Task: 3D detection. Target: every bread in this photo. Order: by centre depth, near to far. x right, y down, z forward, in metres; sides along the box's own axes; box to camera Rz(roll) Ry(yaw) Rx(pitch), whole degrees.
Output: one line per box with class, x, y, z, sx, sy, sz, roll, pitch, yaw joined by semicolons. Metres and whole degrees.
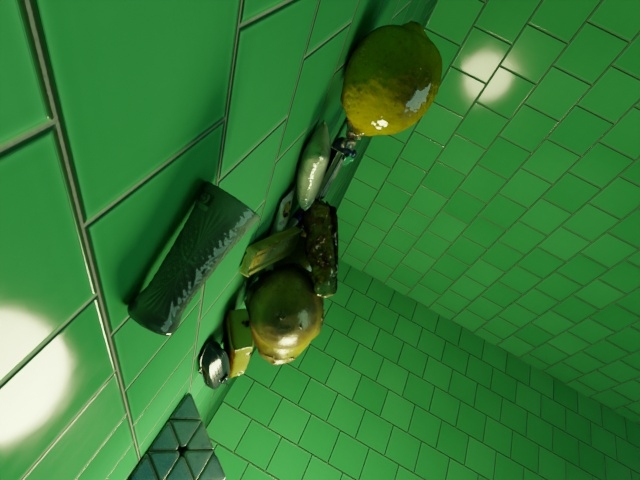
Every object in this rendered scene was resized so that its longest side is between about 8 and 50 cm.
bread;-0.292;0.366;1.405;0.361;0.077;0.138;114;-36;-56

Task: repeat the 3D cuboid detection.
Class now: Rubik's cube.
Rubik's cube;-0.482;0.707;1.359;0.229;0.228;0.233;-25;129;-3

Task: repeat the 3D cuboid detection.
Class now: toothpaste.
toothpaste;-0.136;-0.026;1.269;0.314;0.056;0.058;112;-33;-40

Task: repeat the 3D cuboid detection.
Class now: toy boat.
toy boat;-0.352;0.397;1.311;0.093;0.103;0.245;-47;157;-36

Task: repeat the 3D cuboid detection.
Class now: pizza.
pizza;0.000;0.000;1.337;0.277;0.114;0.408;88;-6;-56

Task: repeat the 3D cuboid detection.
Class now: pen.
pen;-0.125;-0.030;1.466;0.269;0.033;0.033;-58;175;-43

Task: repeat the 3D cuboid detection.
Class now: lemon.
lemon;0.181;-0.410;1.060;0.310;0.254;0.253;-62;176;20

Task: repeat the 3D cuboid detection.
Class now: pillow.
pillow;-0.022;-0.210;1.151;0.254;0.078;0.144;112;-9;-58
pillow;-0.040;-0.129;1.641;0.255;0.034;0.189;-59;-170;3

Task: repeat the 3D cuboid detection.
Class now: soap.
soap;-0.142;0.028;1.204;0.252;0.037;0.092;-29;148;-58

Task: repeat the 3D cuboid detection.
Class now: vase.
vase;-0.189;0.029;0.595;0.219;0.096;0.096;-57;176;-8

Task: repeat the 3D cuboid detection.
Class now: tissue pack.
tissue pack;0.008;-0.227;1.332;0.170;0.091;0.103;-60;176;10

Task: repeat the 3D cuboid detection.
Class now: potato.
potato;-0.142;0.277;1.335;0.296;0.290;0.396;-77;-168;-75

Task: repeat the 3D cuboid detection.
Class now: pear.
pear;-0.095;0.076;1.517;0.198;0.198;0.198;-61;176;-6

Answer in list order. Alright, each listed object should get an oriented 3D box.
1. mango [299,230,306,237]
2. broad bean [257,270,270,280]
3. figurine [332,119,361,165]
mango;-0.022;-0.031;1.935;0.177;0.175;0.329;-10;152;-21
broad bean;-0.194;0.138;1.579;0.256;0.053;0.052;-37;144;-74
figurine;0.106;-0.372;1.524;0.194;0.102;0.111;-64;164;8
